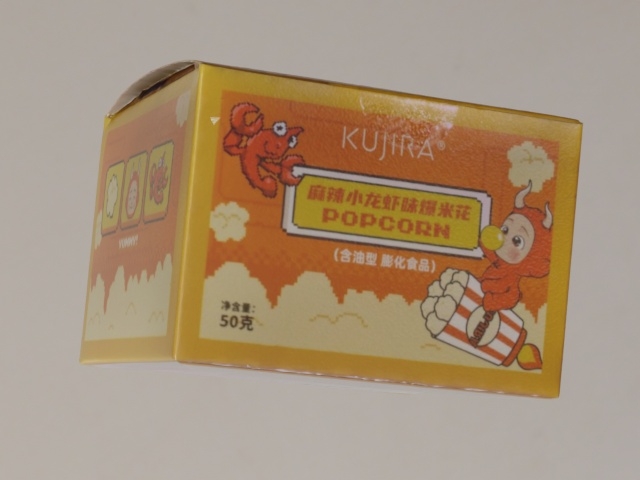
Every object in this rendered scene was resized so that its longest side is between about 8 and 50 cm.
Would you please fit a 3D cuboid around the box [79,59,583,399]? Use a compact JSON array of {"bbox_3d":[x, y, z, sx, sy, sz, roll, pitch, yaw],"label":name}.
[{"bbox_3d":[0.000,0.000,1.303,0.259,0.283,0.214,166,109,-68],"label":"box"}]
